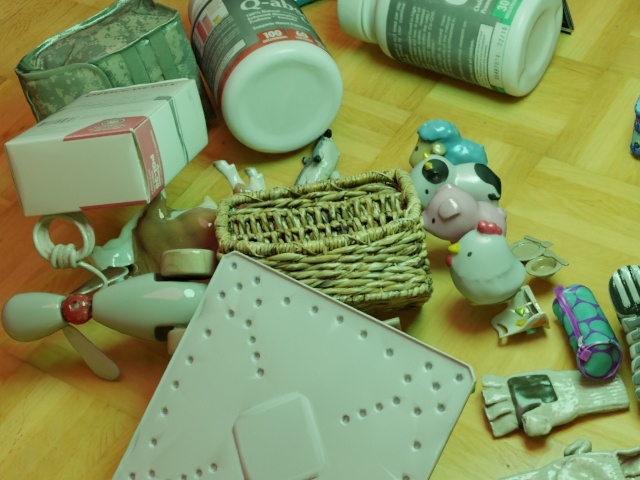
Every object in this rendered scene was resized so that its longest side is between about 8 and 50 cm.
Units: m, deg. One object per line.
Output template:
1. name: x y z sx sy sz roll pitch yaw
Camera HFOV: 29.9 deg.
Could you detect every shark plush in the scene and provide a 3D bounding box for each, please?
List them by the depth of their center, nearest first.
1. shark plush: -0.009 -0.146 2.026 0.067 0.073 0.161 -24 45 28

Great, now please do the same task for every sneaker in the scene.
1. sneaker: 0.463 0.146 1.663 0.086 0.132 0.228 -16 82 12

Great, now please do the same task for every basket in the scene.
1. basket: 0.000 0.000 1.725 0.299 0.213 0.223 -8 81 1

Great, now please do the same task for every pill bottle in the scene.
1. pill bottle: -0.111 -0.329 2.093 0.210 0.210 0.363 -18 41 -9
2. pill bottle: 0.224 -0.397 2.120 0.361 0.204 0.204 21 53 25

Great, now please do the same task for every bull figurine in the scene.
1. bull figurine: -0.214 -0.020 1.886 0.311 0.101 0.188 -4 78 -6

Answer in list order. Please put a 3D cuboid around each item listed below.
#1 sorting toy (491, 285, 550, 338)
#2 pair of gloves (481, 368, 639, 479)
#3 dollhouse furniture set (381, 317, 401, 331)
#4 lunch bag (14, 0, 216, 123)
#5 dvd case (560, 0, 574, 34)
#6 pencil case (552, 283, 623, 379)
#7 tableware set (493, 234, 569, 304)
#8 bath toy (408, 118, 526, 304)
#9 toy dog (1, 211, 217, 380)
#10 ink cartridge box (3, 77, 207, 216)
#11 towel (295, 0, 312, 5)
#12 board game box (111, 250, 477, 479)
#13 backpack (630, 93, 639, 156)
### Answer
1. sorting toy: 0.287 0.115 1.746 0.075 0.045 0.083 -26 27 4
2. pair of gloves: 0.325 0.265 1.599 0.204 0.042 0.240 -6 47 2
3. dollhouse furniture set: 0.072 0.218 1.608 0.123 0.144 0.151 -15 46 -5
4. lunch bag: -0.354 -0.250 2.041 0.287 0.235 0.169 -34 43 -20
5. dvd case: 0.362 -0.449 2.146 0.165 0.221 0.018 22 78 26
6. pencil case: 0.373 0.125 1.686 0.064 0.070 0.151 -50 24 21
7. tableware set: 0.285 0.040 1.802 0.169 0.020 0.141 -23 28 -11
8. bath toy: 0.213 -0.047 1.810 0.151 0.129 0.348 -9 36 0
9. toy dog: -0.276 0.100 1.756 0.334 0.161 0.220 16 81 15
10. ink cartridge box: -0.310 -0.144 1.803 0.207 0.117 0.283 -6 20 16
11. towel: -0.002 -0.583 2.443 0.370 0.040 0.271 -23 49 -15
12. board game box: -0.045 0.261 1.522 0.390 0.050 0.389 25 87 27
13. backpack: 0.571 -0.226 1.931 0.117 0.173 0.158 12 51 19
